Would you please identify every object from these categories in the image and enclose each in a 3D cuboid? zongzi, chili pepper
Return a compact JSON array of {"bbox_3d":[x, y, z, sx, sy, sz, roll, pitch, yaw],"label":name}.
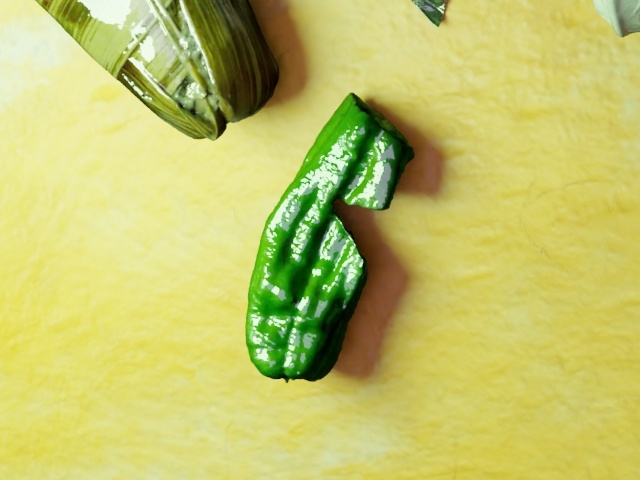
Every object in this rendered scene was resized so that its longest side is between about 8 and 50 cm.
[{"bbox_3d":[-0.103,-0.265,1.668,0.286,0.134,0.288,43,104,1],"label":"zongzi"},{"bbox_3d":[0.001,0.001,1.704,0.099,0.083,0.253,23,103,13],"label":"chili pepper"}]

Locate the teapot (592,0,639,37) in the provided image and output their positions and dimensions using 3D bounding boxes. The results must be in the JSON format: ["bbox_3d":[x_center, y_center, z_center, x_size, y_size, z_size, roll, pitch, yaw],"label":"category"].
[{"bbox_3d":[0.287,-0.266,1.525,0.178,0.222,0.163,-8,137,12],"label":"teapot"}]

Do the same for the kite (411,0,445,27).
[{"bbox_3d":[0.086,-0.294,1.648,0.189,0.009,0.232,8,104,19],"label":"kite"}]
